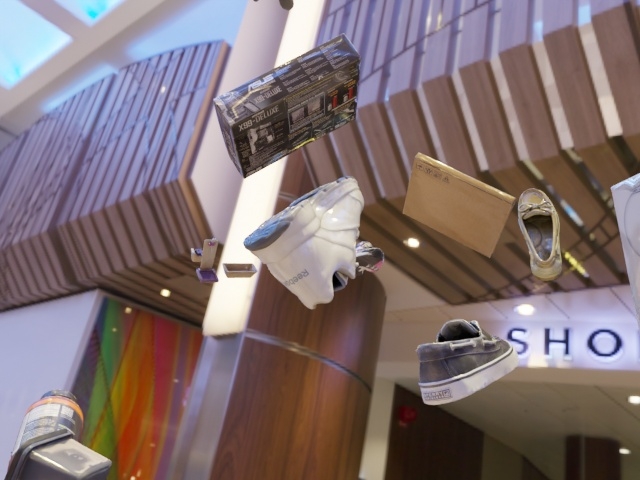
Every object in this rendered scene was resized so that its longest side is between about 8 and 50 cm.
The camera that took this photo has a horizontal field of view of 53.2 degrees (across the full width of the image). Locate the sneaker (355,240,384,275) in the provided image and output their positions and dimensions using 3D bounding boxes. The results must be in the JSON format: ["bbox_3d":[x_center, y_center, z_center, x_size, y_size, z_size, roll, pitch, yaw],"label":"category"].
[{"bbox_3d":[0.110,0.033,1.616,0.072,0.077,0.178,30,-19,-16],"label":"sneaker"}]

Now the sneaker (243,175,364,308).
[{"bbox_3d":[0.000,0.000,0.868,0.111,0.297,0.129,-29,-83,28],"label":"sneaker"}]

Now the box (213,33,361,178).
[{"bbox_3d":[-0.064,-0.279,1.370,0.307,0.077,0.242,-30,-17,-9],"label":"box"}]

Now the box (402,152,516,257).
[{"bbox_3d":[0.259,-0.065,1.234,0.201,0.021,0.164,29,-34,18],"label":"box"}]

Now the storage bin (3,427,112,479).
[{"bbox_3d":[-0.359,0.330,0.883,0.091,0.098,0.135,20,-6,9],"label":"storage bin"}]

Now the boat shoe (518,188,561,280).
[{"bbox_3d":[0.310,-0.018,0.906,0.056,0.153,0.048,-6,-36,19],"label":"boat shoe"}]

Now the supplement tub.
[{"bbox_3d":[-0.477,0.348,1.128,0.106,0.106,0.198,21,15,-20],"label":"supplement tub"}]

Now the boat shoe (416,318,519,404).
[{"bbox_3d":[0.231,0.174,1.016,0.108,0.102,0.301,-18,-7,34],"label":"boat shoe"}]

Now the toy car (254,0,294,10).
[{"bbox_3d":[-0.077,-0.519,1.149,0.155,0.149,0.189,26,-54,29],"label":"toy car"}]

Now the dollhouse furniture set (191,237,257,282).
[{"bbox_3d":[-0.179,0.022,1.225,0.114,0.091,0.081,2,-60,-27],"label":"dollhouse furniture set"}]

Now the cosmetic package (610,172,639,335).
[{"bbox_3d":[0.635,-0.010,0.991,0.097,0.285,0.377,-3,-14,-15],"label":"cosmetic package"}]
